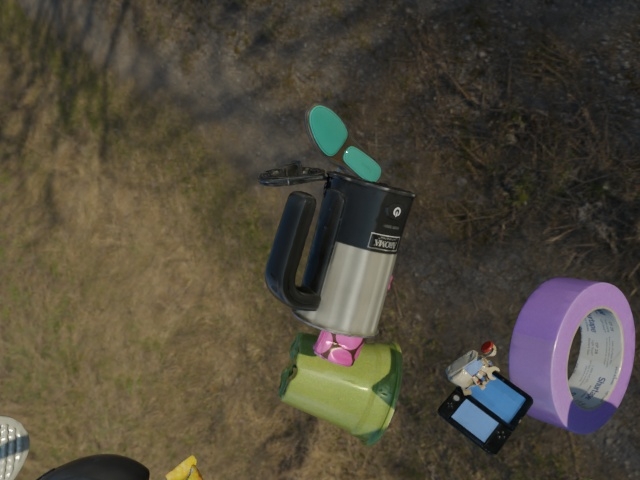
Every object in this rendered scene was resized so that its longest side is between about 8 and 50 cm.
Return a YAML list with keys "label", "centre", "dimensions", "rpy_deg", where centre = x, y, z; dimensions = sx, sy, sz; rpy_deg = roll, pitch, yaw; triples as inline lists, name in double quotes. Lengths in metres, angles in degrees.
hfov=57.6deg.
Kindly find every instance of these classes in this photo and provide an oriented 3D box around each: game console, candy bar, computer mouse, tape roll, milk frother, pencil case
- label: "game console"
  centre: [0.288, 0.292, 1.022]
  dimensions: [0.122, 0.107, 0.071]
  rpy_deg: [35, 140, 26]
- label: "candy bar"
  centre: [-0.126, 0.314, 0.651]
  dimensions: [0.161, 0.040, 0.018]
  rpy_deg: [43, 166, 41]
- label: "computer mouse"
  centre: [-0.236, 0.193, 0.388]
  dimensions: [0.071, 0.242, 0.041]
  rpy_deg: [171, 82, -80]
- label: "tape roll"
  centre: [0.469, 0.208, 1.075]
  dimensions: [0.090, 0.275, 0.274]
  rpy_deg: [8, 104, 54]
- label: "milk frother"
  centre: [0.000, 0.000, 0.546]
  dimensions: [0.143, 0.129, 0.134]
  rpy_deg: [-146, 70, -67]
- label: "pencil case"
  centre: [0.053, 0.137, 1.094]
  dimensions: [0.095, 0.098, 0.209]
  rpy_deg: [33, 111, 39]

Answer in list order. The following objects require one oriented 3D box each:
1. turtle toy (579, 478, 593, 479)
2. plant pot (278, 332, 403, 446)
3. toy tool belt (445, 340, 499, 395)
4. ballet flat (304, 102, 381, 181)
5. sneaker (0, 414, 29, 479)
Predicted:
- label: "turtle toy"
  centre: [0.556, 0.577, 1.278]
  dimensions: [0.130, 0.095, 0.066]
  rpy_deg: [-35, 59, 11]
- label: "plant pot"
  centre: [0.037, 0.355, 1.489]
  dimensions: [0.276, 0.254, 0.276]
  rpy_deg: [-161, 90, -82]
- label: "toy tool belt"
  centre: [0.222, 0.182, 0.819]
  dimensions: [0.083, 0.052, 0.051]
  rpy_deg: [-41, 106, 17]
- label: "ballet flat"
  centre: [0.028, -0.169, 1.036]
  dimensions: [0.074, 0.203, 0.074]
  rpy_deg: [-28, 42, 28]
- label: "sneaker"
  centre: [-0.569, 0.336, 0.737]
  dimensions: [0.150, 0.366, 0.135]
  rpy_deg: [6, 119, 47]
